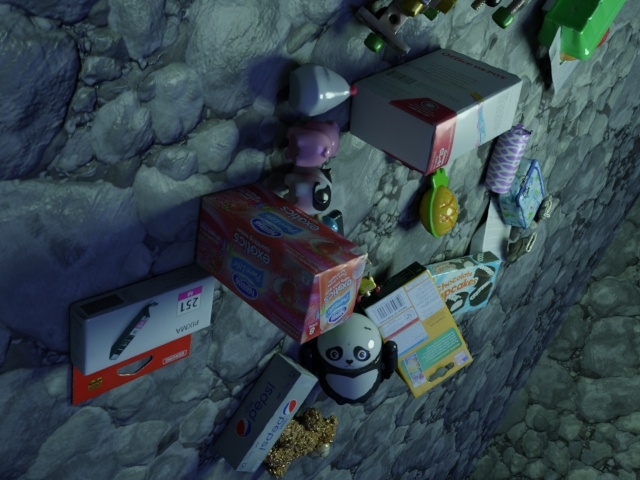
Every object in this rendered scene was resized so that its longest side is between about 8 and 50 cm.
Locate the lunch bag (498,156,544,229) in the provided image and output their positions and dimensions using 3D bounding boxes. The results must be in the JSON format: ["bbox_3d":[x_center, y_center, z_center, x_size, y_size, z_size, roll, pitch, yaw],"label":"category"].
[{"bbox_3d":[0.635,-0.152,2.202,0.176,0.090,0.219,-61,148,-17],"label":"lunch bag"}]

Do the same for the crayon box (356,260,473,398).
[{"bbox_3d":[0.259,0.246,1.919,0.203,0.083,0.323,-32,111,-7],"label":"crayon box"}]

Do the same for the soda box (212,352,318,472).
[{"bbox_3d":[-0.135,0.425,1.731,0.286,0.098,0.091,-56,145,-1],"label":"soda box"}]

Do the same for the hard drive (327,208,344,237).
[{"bbox_3d":[0.000,0.000,1.608,0.135,0.022,0.094,-36,142,-27],"label":"hard drive"}]

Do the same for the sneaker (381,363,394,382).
[{"bbox_3d":[0.206,0.260,2.036,0.121,0.111,0.300,-20,133,-76],"label":"sneaker"}]

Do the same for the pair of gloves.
[{"bbox_3d":[0.687,-0.029,2.306,0.240,0.042,0.204,-61,-179,-22],"label":"pair of gloves"}]

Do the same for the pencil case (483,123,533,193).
[{"bbox_3d":[0.539,-0.238,2.035,0.088,0.086,0.206,-47,155,-58],"label":"pencil case"}]

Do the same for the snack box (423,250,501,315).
[{"bbox_3d":[0.394,0.147,2.134,0.322,0.060,0.187,-11,127,-30],"label":"snack box"}]

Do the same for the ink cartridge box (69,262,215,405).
[{"bbox_3d":[-0.332,0.187,1.319,0.275,0.060,0.239,-20,131,-42],"label":"ink cartridge box"}]

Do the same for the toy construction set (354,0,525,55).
[{"bbox_3d":[0.146,-0.466,1.255,0.237,0.257,0.309,-46,127,7],"label":"toy construction set"}]

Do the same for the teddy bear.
[{"bbox_3d":[-0.071,0.549,1.907,0.245,0.113,0.338,-49,146,-6],"label":"teddy bear"}]

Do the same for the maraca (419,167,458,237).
[{"bbox_3d":[0.313,-0.100,1.857,0.127,0.099,0.185,-6,98,-61],"label":"maraca"}]

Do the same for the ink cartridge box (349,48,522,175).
[{"bbox_3d":[0.245,-0.284,1.493,0.306,0.226,0.131,-27,137,-35],"label":"ink cartridge box"}]

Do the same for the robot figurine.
[{"bbox_3d":[0.076,0.316,1.835,0.209,0.173,0.278,-34,141,-29],"label":"robot figurine"}]

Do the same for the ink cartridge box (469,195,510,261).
[{"bbox_3d":[0.556,-0.036,2.272,0.181,0.056,0.224,-4,103,-50],"label":"ink cartridge box"}]

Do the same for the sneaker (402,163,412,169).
[{"bbox_3d":[0.296,-0.257,1.719,0.283,0.107,0.124,-23,149,-35],"label":"sneaker"}]

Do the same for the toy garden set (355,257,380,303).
[{"bbox_3d":[0.042,0.100,1.677,0.204,0.049,0.244,-26,144,-14],"label":"toy garden set"}]

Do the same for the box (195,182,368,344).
[{"bbox_3d":[-0.080,0.033,1.284,0.142,0.300,0.154,-20,134,-43],"label":"box"}]

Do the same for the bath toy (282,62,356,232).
[{"bbox_3d":[-0.006,-0.170,1.359,0.129,0.151,0.348,-5,118,-20],"label":"bath toy"}]

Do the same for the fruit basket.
[{"bbox_3d":[0.711,-0.595,1.919,0.327,0.165,0.353,-58,162,5],"label":"fruit basket"}]
